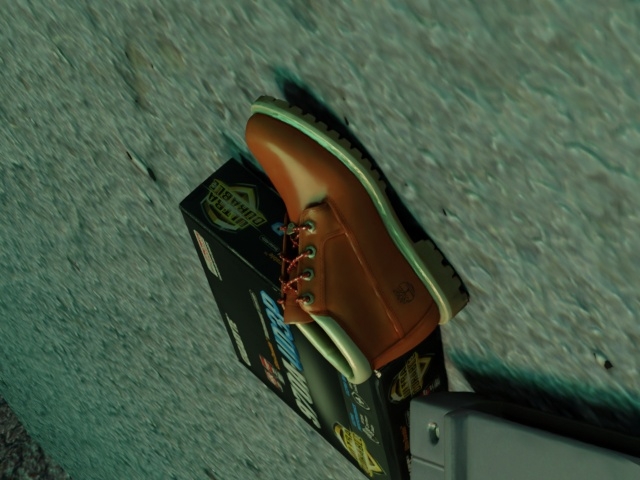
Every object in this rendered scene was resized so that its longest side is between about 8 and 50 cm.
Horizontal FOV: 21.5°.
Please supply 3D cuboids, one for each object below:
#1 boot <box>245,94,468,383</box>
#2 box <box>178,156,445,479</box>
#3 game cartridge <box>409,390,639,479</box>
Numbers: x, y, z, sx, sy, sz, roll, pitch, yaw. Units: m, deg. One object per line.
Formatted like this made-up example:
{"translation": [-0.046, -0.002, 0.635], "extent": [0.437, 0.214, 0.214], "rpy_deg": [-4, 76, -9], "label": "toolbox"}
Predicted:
{"translation": [0.000, 0.000, 0.888], "extent": [0.158, 0.084, 0.059], "rpy_deg": [52, 165, -7], "label": "boot"}
{"translation": [0.003, 0.066, 1.083], "extent": [0.175, 0.051, 0.220], "rpy_deg": [40, 162, 25], "label": "box"}
{"translation": [0.141, 0.211, 0.844], "extent": [0.355, 0.068, 0.230], "rpy_deg": [-174, 87, -66], "label": "game cartridge"}
